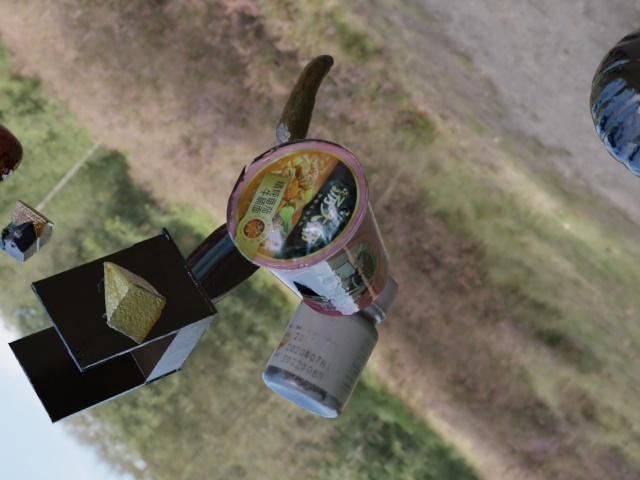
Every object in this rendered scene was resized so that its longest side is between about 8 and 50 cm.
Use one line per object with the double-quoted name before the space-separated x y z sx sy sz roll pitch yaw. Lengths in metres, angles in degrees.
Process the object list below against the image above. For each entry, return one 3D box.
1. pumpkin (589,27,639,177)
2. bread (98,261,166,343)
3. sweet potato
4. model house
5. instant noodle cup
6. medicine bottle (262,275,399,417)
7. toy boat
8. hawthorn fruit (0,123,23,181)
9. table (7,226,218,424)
"pumpkin" 0.506 -0.205 1.560 0.248 0.248 0.248 41 174 5
"bread" -0.303 0.087 1.720 0.109 0.080 0.084 34 179 45
"sweet potato" -0.038 -0.318 2.547 0.075 0.273 0.075 16 156 8
"model house" -0.622 -0.024 2.364 0.088 0.100 0.100 37 151 6
"instant noodle cup" 0.000 0.000 1.813 0.244 0.244 0.255 37 169 33
"medicine bottle" 0.021 0.172 2.075 0.165 0.273 0.165 25 163 8
"toy boat" -0.165 0.027 2.306 0.079 0.392 0.136 0 116 34
"hawthorn fruit" -0.572 -0.148 1.922 0.128 0.128 0.128 41 174 5
"table" -0.381 0.156 2.044 0.196 0.282 0.250 57 144 15
